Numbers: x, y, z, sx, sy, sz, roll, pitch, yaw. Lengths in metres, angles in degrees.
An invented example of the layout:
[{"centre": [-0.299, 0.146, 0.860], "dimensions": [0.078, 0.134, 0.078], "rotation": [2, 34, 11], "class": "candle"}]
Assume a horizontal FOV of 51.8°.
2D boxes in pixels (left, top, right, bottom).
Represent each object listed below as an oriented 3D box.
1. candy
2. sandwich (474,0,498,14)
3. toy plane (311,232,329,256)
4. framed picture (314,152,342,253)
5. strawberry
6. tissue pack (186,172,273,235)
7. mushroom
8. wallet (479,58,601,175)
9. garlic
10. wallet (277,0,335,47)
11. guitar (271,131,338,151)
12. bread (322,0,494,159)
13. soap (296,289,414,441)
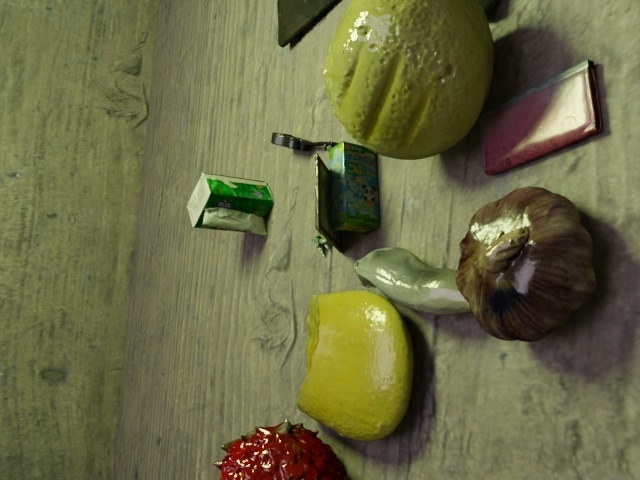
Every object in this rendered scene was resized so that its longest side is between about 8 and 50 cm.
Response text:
[{"centre": [0.075, -0.117, 1.478], "dimensions": [0.062, 0.097, 0.195], "rotation": [-25, 62, 56], "class": "candy"}, {"centre": [0.247, -0.503, 1.225], "dimensions": [0.185, 0.160, 0.109], "rotation": [36, 95, 48], "class": "sandwich"}, {"centre": [-0.002, 0.000, 1.643], "dimensions": [0.083, 0.033, 0.080], "rotation": [8, 105, 60], "class": "toy plane"}, {"centre": [0.021, -0.077, 1.489], "dimensions": [0.010, 0.231, 0.173], "rotation": [-5, 74, 14], "class": "framed picture"}, {"centre": [-0.074, 0.564, 1.389], "dimensions": [0.292, 0.292, 0.343], "rotation": [-58, 37, 35], "class": "strawberry"}, {"centre": [-0.257, -0.089, 1.921], "dimensions": [0.148, 0.209, 0.156], "rotation": [-57, 41, 35], "class": "tissue pack"}, {"centre": [0.180, 0.080, 1.250], "dimensions": [0.351, 0.109, 0.097], "rotation": [18, 131, 57], "class": "mushroom"}, {"centre": [0.356, -0.195, 1.094], "dimensions": [0.232, 0.025, 0.119], "rotation": [-22, 64, 56], "class": "wallet"}, {"centre": [0.297, 0.035, 1.008], "dimensions": [0.245, 0.160, 0.245], "rotation": [-19, 67, 57], "class": "garlic"}, {"centre": [-0.027, -0.680, 1.834], "dimensions": [0.321, 0.044, 0.171], "rotation": [-22, 65, 52], "class": "wallet"}, {"centre": [-0.035, -0.252, 1.731], "dimensions": [0.271, 0.083, 0.038], "rotation": [21, 105, 52], "class": "guitar"}, {"centre": [0.156, -0.303, 1.188], "dimensions": [0.320, 0.320, 0.237], "rotation": [-44, 21, 46], "class": "bread"}, {"centre": [0.052, 0.260, 1.413], "dimensions": [0.427, 0.115, 0.306], "rotation": [-7, 74, 59], "class": "soap"}]
